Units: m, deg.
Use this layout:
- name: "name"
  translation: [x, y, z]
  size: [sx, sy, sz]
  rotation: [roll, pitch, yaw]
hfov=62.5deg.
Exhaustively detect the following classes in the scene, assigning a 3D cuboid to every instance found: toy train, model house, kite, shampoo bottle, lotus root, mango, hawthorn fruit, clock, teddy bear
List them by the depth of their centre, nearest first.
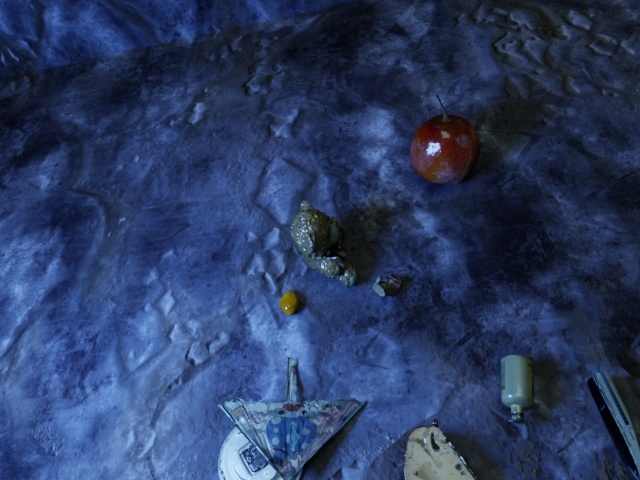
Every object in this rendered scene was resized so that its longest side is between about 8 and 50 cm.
- name: "lotus root"
  translation: [0.287, 0.567, 1.240]
  size: [0.170, 0.074, 0.261]
  rotation: [-25, 54, -4]
- name: "toy train"
  translation: [0.711, 0.438, 1.245]
  size: [0.048, 0.055, 0.252]
  rotation: [-7, 53, -3]
- name: "shampoo bottle"
  translation: [0.495, 0.374, 1.327]
  size: [0.079, 0.079, 0.162]
  rotation: [2, 54, 15]
- name: "clock"
  translation: [-0.160, 0.561, 1.369]
  size: [0.236, 0.053, 0.237]
  rotation: [-7, 51, 9]
- name: "kite"
  translation: [-0.077, 0.464, 1.404]
  size: [0.405, 0.014, 0.368]
  rotation: [-1, 41, 1]
- name: "model house"
  translation: [0.208, 0.140, 1.586]
  size: [0.083, 0.057, 0.058]
  rotation: [3, 31, -42]
- name: "teddy bear"
  translation: [0.000, 0.000, 1.624]
  size: [0.156, 0.256, 0.267]
  rotation: [-19, 51, 5]
- name: "mango"
  translation: [-0.095, 0.191, 1.636]
  size: [0.060, 0.046, 0.089]
  rotation: [-3, 41, 9]
- name: "hawthorn fruit"
  translation: [0.423, -0.305, 1.766]
  size: [0.235, 0.263, 0.231]
  rotation: [14, 78, -8]
